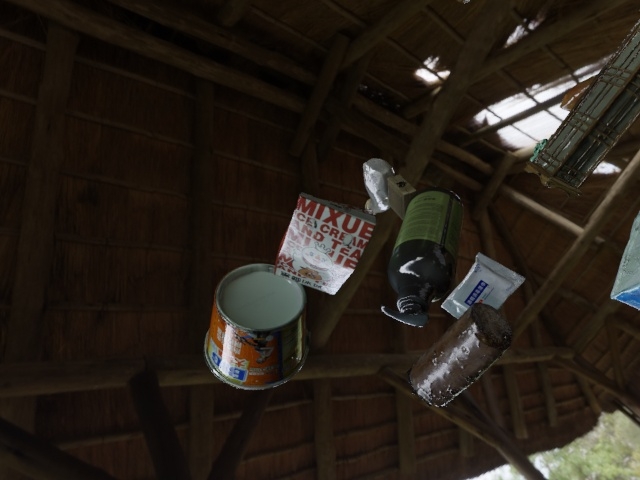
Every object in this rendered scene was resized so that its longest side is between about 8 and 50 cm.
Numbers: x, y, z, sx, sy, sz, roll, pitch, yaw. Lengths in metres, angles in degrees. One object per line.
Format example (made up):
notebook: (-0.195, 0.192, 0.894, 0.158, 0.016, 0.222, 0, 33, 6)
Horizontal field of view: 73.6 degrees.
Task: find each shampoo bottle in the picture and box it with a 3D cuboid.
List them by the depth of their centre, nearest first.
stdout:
shampoo bottle: (0.166, 0.024, 0.682, 0.284, 0.101, 0.101, -62, -21, -47)

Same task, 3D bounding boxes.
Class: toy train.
toy train: (0.764, -0.287, 1.433, 0.170, 0.071, 0.111, 100, -174, -83)

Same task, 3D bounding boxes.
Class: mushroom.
mushroom: (0.200, -0.161, 1.456, 0.103, 0.118, 0.270, -36, -28, -17)

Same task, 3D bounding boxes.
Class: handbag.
handbag: (0.000, 0.000, 0.921, 0.298, 0.171, 0.151, 113, 176, -68)

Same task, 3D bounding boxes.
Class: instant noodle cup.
instant noodle cup: (-0.163, 0.209, 1.120, 0.296, 0.296, 0.214, -16, -42, -26)

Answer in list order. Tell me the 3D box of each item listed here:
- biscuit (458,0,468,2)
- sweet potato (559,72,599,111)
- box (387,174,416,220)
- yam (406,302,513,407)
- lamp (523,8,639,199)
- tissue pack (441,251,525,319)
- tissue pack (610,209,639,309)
biscuit: (0.282, -0.659, 1.021, 0.226, 0.226, 0.042, 8, -38, -40)
sweet potato: (0.880, -0.450, 1.217, 0.385, 0.109, 0.109, -18, -43, 5)
box: (0.186, -0.099, 0.979, 0.035, 0.079, 0.083, -20, -48, -11)
yam: (0.310, 0.268, 0.970, 0.131, 0.131, 0.280, -5, -41, -34)
lamp: (0.524, -0.239, 0.782, 0.090, 0.089, 0.325, 18, -62, -18)
tissue pack: (0.402, 0.134, 1.075, 0.026, 0.122, 0.193, -36, -26, -57)
tissue pack: (0.664, 0.055, 0.700, 0.198, 0.263, 0.146, -61, -14, -16)
